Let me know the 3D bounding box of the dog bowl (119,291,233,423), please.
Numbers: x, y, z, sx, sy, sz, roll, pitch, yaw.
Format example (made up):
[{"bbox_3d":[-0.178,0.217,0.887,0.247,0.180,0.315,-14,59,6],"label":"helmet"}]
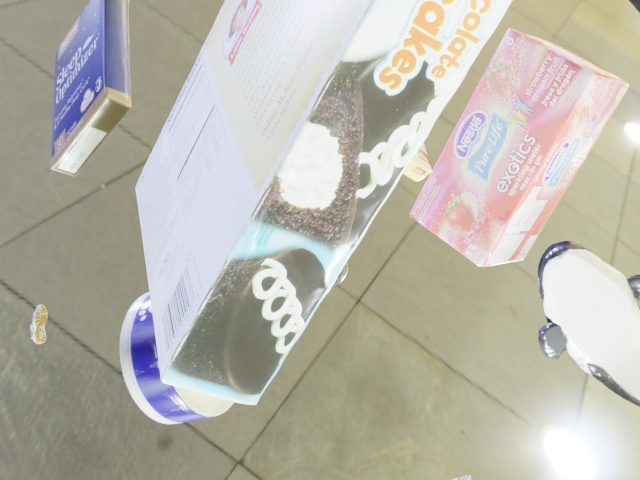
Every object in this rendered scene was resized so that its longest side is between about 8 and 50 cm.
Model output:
[{"bbox_3d":[-0.261,0.217,1.585,0.265,0.104,0.265,37,46,-51],"label":"dog bowl"}]

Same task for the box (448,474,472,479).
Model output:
[{"bbox_3d":[0.204,0.553,1.487,0.293,0.057,0.201,5,60,-44],"label":"box"}]

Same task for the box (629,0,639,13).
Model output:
[{"bbox_3d":[0.543,-0.332,1.126,0.158,0.093,0.156,30,-8,-36],"label":"box"}]

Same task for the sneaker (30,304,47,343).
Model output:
[{"bbox_3d":[-0.597,0.174,1.714,0.037,0.083,0.032,12,7,43],"label":"sneaker"}]

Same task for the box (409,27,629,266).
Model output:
[{"bbox_3d":[0.276,-0.125,1.153,0.142,0.300,0.154,38,25,28],"label":"box"}]

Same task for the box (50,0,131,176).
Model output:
[{"bbox_3d":[-0.262,-0.201,0.931,0.036,0.136,0.225,19,48,-35],"label":"box"}]

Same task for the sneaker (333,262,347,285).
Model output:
[{"bbox_3d":[0.000,-0.001,1.459,0.145,0.090,0.270,19,17,-46],"label":"sneaker"}]

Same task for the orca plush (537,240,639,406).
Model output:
[{"bbox_3d":[0.362,0.099,1.014,0.287,0.151,0.102,35,21,-12],"label":"orca plush"}]

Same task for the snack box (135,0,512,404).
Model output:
[{"bbox_3d":[0.000,-0.100,0.407,0.060,0.322,0.187,19,27,-27],"label":"snack box"}]

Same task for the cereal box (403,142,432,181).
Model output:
[{"bbox_3d":[0.132,-0.248,1.604,0.173,0.047,0.240,24,45,-46],"label":"cereal box"}]
